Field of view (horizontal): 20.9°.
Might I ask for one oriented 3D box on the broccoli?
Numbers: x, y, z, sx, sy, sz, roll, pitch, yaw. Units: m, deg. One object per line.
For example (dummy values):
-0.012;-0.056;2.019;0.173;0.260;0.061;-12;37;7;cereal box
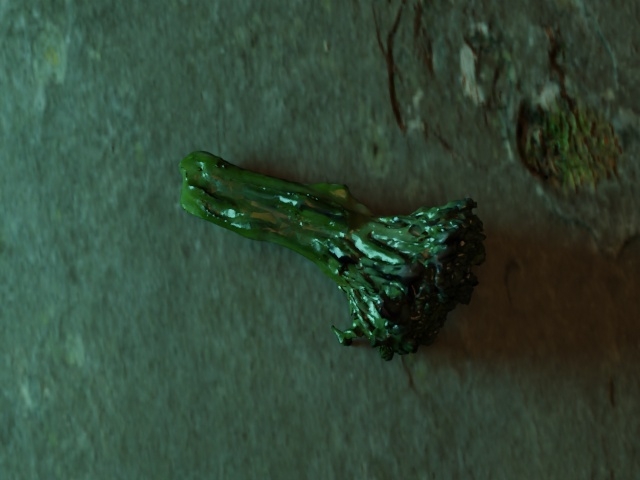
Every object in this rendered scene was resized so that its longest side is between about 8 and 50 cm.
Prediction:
0.001;-0.006;1.627;0.304;0.145;0.165;23;77;14;broccoli
